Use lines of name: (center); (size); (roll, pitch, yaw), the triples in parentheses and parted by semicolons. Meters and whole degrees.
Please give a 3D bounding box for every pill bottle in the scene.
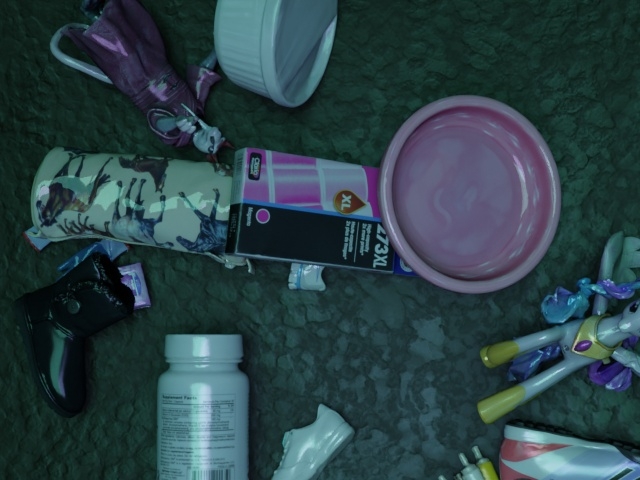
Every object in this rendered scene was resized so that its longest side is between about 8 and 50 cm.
pill bottle: (-0.201, 0.302, 1.814); (0.160, 0.160, 0.283); (0, 85, 7)

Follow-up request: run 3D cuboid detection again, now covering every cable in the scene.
cable: (0.300, 0.490, 1.764); (0.139, 0.072, 0.287); (-31, 75, -33)

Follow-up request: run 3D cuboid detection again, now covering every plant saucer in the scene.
plant saucer: (0.243, -0.076, 1.781); (0.332, 0.084, 0.332); (1, 87, -19)

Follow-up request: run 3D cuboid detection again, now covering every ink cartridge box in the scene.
ink cartridge box: (0.028, -0.042, 1.779); (0.370, 0.069, 0.176); (7, 85, -24)

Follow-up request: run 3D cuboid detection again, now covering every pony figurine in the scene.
pony figurine: (0.443, 0.158, 1.684); (0.363, 0.351, 0.303); (-28, 78, 23)

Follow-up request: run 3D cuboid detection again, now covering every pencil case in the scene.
pencil case: (-0.295, -0.057, 1.844); (0.410, 0.160, 0.184); (7, 75, 3)

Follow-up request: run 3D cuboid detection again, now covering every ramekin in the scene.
ramekin: (-0.078, -0.371, 1.813); (0.127, 0.273, 0.273); (13, 87, 20)

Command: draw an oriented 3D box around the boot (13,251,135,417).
boot: (-0.416, 0.165, 1.864); (0.207, 0.094, 0.246); (-27, 78, 21)

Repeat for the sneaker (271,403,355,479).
sneaker: (-0.042, 0.378, 1.839); (0.212, 0.080, 0.094); (-45, 70, -5)

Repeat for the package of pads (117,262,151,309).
package of pads: (-0.340, 0.085, 1.910); (0.050, 0.032, 0.083); (-14, 84, -15)

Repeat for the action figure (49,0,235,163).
action figure: (-0.302, -0.264, 1.862); (0.275, 0.248, 0.370); (-25, 109, 37)

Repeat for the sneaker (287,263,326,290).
sneaker: (0.000, 0.000, 1.868); (0.083, 0.071, 0.191); (12, 95, 2)

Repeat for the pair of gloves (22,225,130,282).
pair of gloves: (-0.443, 0.005, 1.940); (0.159, 0.023, 0.198); (-38, 83, 3)

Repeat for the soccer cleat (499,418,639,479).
soccer cleat: (0.455, 0.384, 1.754); (0.318, 0.108, 0.116); (11, 88, 12)
